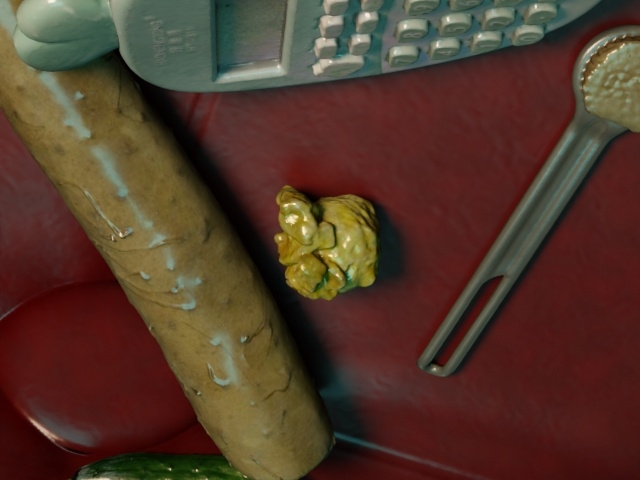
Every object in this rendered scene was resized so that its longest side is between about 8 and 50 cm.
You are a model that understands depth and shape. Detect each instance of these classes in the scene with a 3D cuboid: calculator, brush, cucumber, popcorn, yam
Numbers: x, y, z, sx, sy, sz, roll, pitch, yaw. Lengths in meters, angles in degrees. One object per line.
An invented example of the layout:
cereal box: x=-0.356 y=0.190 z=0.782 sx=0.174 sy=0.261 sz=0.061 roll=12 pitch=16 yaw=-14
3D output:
calculator: x=-0.001 y=-0.119 z=0.635 sx=0.295 sy=0.042 sz=0.184 roll=-6 pitch=168 yaw=-6
brush: x=0.126 y=-0.010 z=0.775 sx=0.062 sy=0.027 sz=0.266 roll=22 pitch=121 yaw=-12
cucumber: x=-0.096 y=0.162 z=0.885 sx=0.168 sy=0.039 sz=0.039 roll=1 pitch=123 yaw=-2
popcorn: x=0.000 y=-0.002 z=0.765 sx=0.083 sy=0.059 sz=0.068 roll=45 pitch=74 yaw=-32
yam: x=-0.096 y=-0.011 z=0.750 sx=0.083 sy=0.083 sz=0.371 roll=-20 pitch=118 yaw=14
